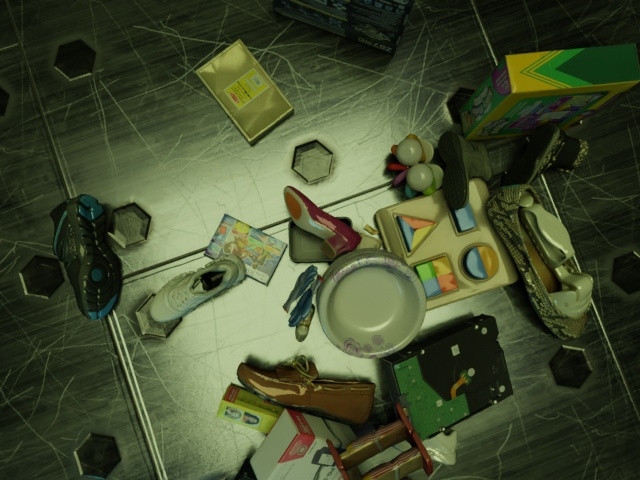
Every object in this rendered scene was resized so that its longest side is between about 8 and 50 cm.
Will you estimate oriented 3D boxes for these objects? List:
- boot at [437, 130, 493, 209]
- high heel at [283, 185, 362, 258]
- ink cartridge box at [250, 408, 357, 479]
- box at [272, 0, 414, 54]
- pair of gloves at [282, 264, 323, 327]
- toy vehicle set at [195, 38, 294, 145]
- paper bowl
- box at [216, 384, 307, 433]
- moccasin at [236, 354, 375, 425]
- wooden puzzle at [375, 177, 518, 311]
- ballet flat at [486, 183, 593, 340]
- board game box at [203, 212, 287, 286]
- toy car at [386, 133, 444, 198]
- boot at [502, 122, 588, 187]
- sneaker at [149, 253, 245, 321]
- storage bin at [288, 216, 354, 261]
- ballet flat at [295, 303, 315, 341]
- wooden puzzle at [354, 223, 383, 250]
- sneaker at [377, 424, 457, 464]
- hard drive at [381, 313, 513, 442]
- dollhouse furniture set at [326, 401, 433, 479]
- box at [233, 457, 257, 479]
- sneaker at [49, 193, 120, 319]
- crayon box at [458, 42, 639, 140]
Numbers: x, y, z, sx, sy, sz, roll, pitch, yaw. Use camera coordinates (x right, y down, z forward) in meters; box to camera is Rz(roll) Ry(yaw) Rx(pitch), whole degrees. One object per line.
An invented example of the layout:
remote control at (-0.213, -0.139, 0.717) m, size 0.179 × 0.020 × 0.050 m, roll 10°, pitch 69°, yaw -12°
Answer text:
boot at (0.422, -0.190, 1.418) m, size 0.161 × 0.083 × 0.247 m, roll 11°, pitch 63°, yaw -25°
high heel at (0.005, -0.065, 1.374) m, size 0.117 × 0.082 × 0.244 m, roll -27°, pitch 67°, yaw -39°
ink cartridge box at (-0.029, 0.549, 1.298) m, size 0.237 × 0.100 × 0.172 m, roll 29°, pitch 97°, yaw -35°
box at (0.056, -0.671, 1.383) m, size 0.394 × 0.318 × 0.097 m, roll 20°, pitch 83°, yaw 1°
pair of gloves at (-0.046, 0.148, 1.369) m, size 0.023 × 0.198 × 0.159 m, roll 31°, pitch 95°, yaw -19°
toy vehicle set at (-0.220, -0.435, 1.491) m, size 0.166 × 0.035 × 0.267 m, roll -37°, pitch 87°, yaw -5°
paper bowl at (0.129, 0.160, 1.366) m, size 0.283 × 0.148 × 0.285 m, roll -1°, pitch 103°, yaw -6°
box at (-0.156, 0.468, 1.374) m, size 0.232 × 0.087 × 0.058 m, roll 18°, pitch 104°, yaw 1°
moccasin at (-0.036, 0.382, 1.365) m, size 0.379 × 0.139 × 0.147 m, roll 15°, pitch 83°, yaw -1°
wooden puzzle at (0.365, 0.012, 1.444) m, size 0.347 × 0.080 × 0.323 m, roll -18°, pitch 85°, yaw -4°
ballet flat at (0.619, 0.063, 1.371) m, size 0.163 × 0.182 × 0.483 m, roll -30°, pitch 92°, yaw -20°
board game box at (-0.212, 0.027, 1.446) m, size 0.201 × 0.035 × 0.136 m, roll 27°, pitch 84°, yaw 1°
toy car at (0.257, -0.201, 1.443) m, size 0.136 × 0.159 × 0.182 m, roll -25°, pitch 85°, yaw 31°
boot at (0.649, -0.209, 1.464) m, size 0.178 × 0.085 × 0.237 m, roll 8°, pitch 122°, yaw -30°
sneaker at (-0.347, 0.133, 1.376) m, size 0.292 × 0.118 × 0.110 m, roll -32°, pitch 95°, yaw 7°
storage bin at (0.000, 0.000, 1.432) m, size 0.179 × 0.084 × 0.122 m, roll -2°, pitch 85°, yaw -1°
ballet flat at (-0.045, 0.231, 1.429) m, size 0.041 × 0.041 × 0.115 m, roll 18°, pitch 84°, yaw 0°
wooden puzzle at (0.137, 0.018, 1.470) m, size 0.078 × 0.014 × 0.117 m, roll 26°, pitch 84°, yaw 5°
sneaker at (0.268, 0.528, 1.396) m, size 0.231 × 0.090 × 0.116 m, roll 18°, pitch 77°, yaw -9°
hard drive at (0.343, 0.364, 1.356) m, size 0.338 × 0.064 × 0.237 m, roll -20°, pitch 98°, yaw -20°
dollhouse furniture set at (0.156, 0.587, 1.277) m, size 0.201 × 0.374 × 0.152 m, roll -24°, pitch 49°, yaw -9°
box at (-0.158, 0.667, 1.322) m, size 0.155 × 0.158 × 0.093 m, roll 29°, pitch 85°, yaw 1°
sneaker at (-0.654, 0.050, 1.406) m, size 0.139 × 0.125 × 0.342 m, roll -10°, pitch 87°, yaw 24°
crayon box at (0.577, -0.378, 1.348) m, size 0.312 × 0.363 × 0.106 m, roll -5°, pitch 83°, yaw -3°
